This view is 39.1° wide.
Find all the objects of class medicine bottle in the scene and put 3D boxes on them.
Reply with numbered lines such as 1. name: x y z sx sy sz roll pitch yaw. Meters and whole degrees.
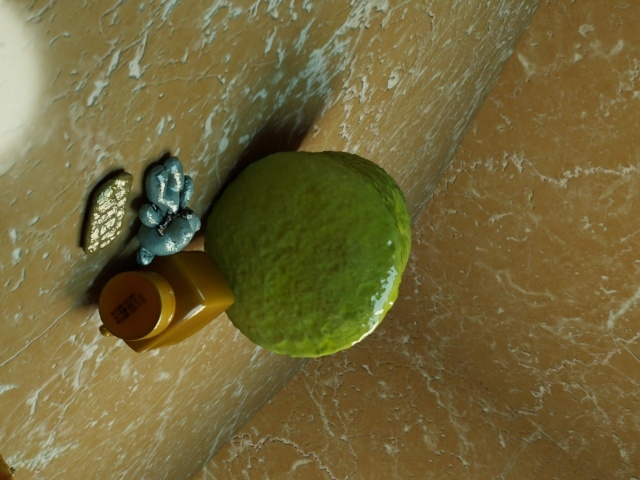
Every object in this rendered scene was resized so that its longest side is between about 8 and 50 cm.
1. medicine bottle: -0.244 0.094 1.398 0.149 0.112 0.222 -36 171 12

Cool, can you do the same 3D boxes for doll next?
1. doll: -0.209 -0.039 1.278 0.120 0.075 0.179 -36 161 -32

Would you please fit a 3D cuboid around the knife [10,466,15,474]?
1. knife: -0.620 0.476 1.401 0.089 0.043 0.365 -15 -157 48

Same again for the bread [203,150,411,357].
1. bread: 0.000 0.000 1.564 0.348 0.348 0.308 -57 172 25

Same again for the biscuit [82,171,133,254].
1. biscuit: -0.278 -0.034 1.177 0.071 0.018 0.147 -38 162 -42

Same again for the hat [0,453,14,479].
1. hat: -0.480 0.397 1.209 0.233 0.233 0.244 -46 168 -25
